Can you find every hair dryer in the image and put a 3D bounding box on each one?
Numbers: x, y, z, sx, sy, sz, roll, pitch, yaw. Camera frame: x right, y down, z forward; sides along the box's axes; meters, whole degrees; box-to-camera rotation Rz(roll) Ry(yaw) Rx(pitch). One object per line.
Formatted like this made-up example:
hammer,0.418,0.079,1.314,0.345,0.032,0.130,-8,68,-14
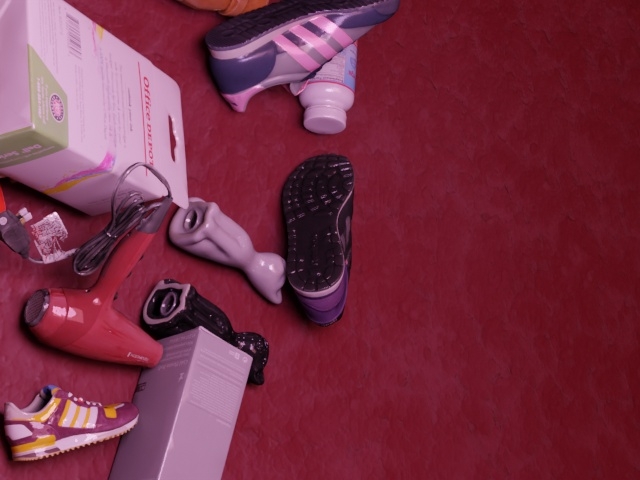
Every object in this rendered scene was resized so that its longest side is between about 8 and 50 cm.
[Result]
hair dryer,-0.267,0.058,1.731,0.224,0.080,0.293,-18,128,-5

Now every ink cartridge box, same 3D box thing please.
ink cartridge box,-0.308,-0.161,1.747,0.353,0.119,0.207,32,48,-60

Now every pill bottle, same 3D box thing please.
pill bottle,0.011,-0.251,2.139,0.087,0.087,0.160,19,66,-37

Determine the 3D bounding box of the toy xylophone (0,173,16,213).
toy xylophone,-0.496,-0.137,1.656,0.323,0.081,0.236,-4,81,-42

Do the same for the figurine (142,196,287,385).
figurine,-0.129,0.071,1.930,0.209,0.092,0.214,37,54,-37

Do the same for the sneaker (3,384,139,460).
sneaker,-0.309,0.216,1.726,0.185,0.070,0.083,-15,92,-44

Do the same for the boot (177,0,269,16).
boot,-0.156,-0.474,2.040,0.220,0.109,0.283,16,70,-37

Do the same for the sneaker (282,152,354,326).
sneaker,0.000,0.000,2.067,0.124,0.107,0.283,76,16,-49

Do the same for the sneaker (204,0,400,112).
sneaker,-0.020,-0.294,2.069,0.319,0.112,0.131,-20,124,-18

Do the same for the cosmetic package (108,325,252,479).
cosmetic package,-0.185,0.247,1.790,0.107,0.127,0.238,35,55,-30
